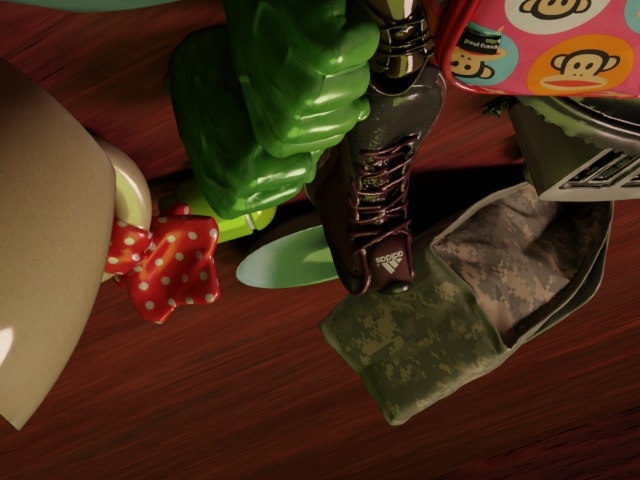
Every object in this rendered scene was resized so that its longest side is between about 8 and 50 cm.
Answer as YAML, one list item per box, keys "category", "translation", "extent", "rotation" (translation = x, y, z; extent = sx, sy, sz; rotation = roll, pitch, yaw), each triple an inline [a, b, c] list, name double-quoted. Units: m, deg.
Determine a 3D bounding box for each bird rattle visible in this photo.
- category: "bird rattle"
  translation: [-0.217, -0.003, 1.403]
  extent: [0.254, 0.143, 0.207]
  rotation: [-7, 133, 1]

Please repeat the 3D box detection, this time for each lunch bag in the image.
- category: "lunch bag"
  translation: [0.212, -0.197, 0.907]
  extent: [0.293, 0.120, 0.258]
  rotation: [-4, 147, -18]
- category: "lunch bag"
  translation: [0.179, 0.044, 1.757]
  extent: [0.287, 0.169, 0.235]
  rotation: [-36, 177, -40]

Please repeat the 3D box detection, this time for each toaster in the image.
- category: "toaster"
  translation: [0.280, -0.115, 1.495]
  extent: [0.168, 0.110, 0.186]
  rotation: [-1, 158, -32]

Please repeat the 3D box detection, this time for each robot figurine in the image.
- category: "robot figurine"
  translation: [-0.093, -0.033, 1.523]
  extent: [0.115, 0.067, 0.101]
  rotation: [-16, 157, 5]

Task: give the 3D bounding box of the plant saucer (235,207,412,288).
- category: "plant saucer"
  translation: [0.000, 0.000, 1.736]
  extent: [0.195, 0.037, 0.195]
  rotation: [-13, 161, -4]

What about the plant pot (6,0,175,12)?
- category: "plant pot"
  translation: [-0.111, -0.214, 0.848]
  extent: [0.166, 0.165, 0.234]
  rotation: [3, 163, -42]

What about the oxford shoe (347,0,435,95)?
- category: "oxford shoe"
  translation: [0.063, -0.175, 1.183]
  extent: [0.083, 0.096, 0.227]
  rotation: [-12, 160, -2]

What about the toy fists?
- category: "toy fists"
  translation: [-0.036, -0.112, 1.217]
  extent: [0.096, 0.142, 0.279]
  rotation: [-5, 160, -25]

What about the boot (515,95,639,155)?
- category: "boot"
  translation: [0.319, -0.186, 1.265]
  extent: [0.348, 0.131, 0.260]
  rotation: [20, 131, -22]

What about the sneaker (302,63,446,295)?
- category: "sneaker"
  translation: [0.065, -0.040, 1.468]
  extent: [0.106, 0.162, 0.281]
  rotation: [-10, 161, -14]

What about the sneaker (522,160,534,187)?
- category: "sneaker"
  translation: [0.298, -0.091, 1.665]
  extent: [0.192, 0.064, 0.086]
  rotation: [-12, 169, -5]

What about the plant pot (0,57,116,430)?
- category: "plant pot"
  translation: [-0.261, -0.025, 1.180]
  extent: [0.191, 0.284, 0.284]
  rotation: [-48, 166, -12]
